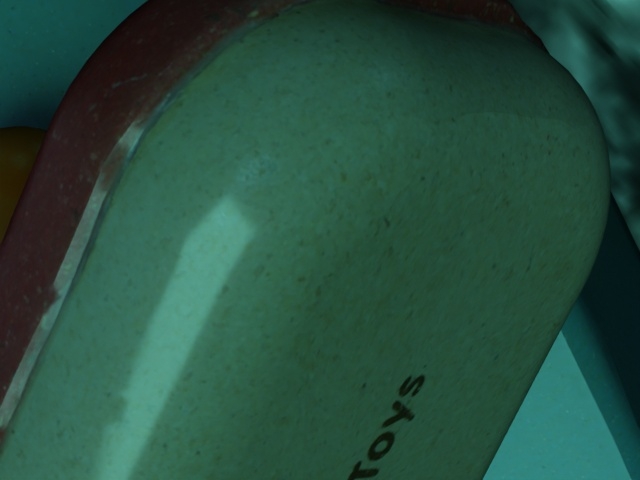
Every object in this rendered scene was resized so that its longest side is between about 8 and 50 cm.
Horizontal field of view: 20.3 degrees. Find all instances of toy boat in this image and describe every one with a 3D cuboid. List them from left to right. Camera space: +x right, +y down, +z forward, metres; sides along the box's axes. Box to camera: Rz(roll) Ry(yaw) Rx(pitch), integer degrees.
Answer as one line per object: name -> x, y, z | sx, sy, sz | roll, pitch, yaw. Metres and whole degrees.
toy boat -> -0.047, 0.026, 0.430 | 0.151, 0.151, 0.231 | 37, 110, 34

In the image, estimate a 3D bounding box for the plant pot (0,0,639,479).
plant pot -> 0.000, 0.000, 0.550 | 0.165, 0.165, 0.234 | -21, 105, 16
